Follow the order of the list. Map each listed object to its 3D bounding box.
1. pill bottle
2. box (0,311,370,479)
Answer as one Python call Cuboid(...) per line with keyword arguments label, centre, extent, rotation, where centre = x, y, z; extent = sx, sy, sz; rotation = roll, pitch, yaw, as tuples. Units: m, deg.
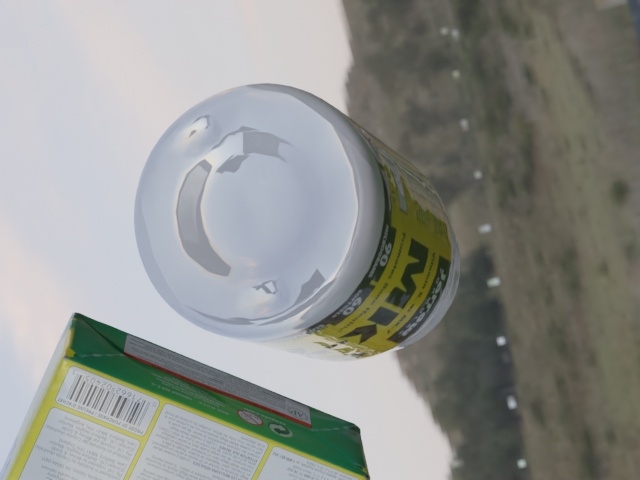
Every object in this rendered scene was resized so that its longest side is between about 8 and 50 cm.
Cuboid(label="pill bottle", centre=(0.000, 0.000, 0.805), extent=(0.208, 0.119, 0.119), rotation=(23, -128, -70))
Cuboid(label="box", centre=(-0.068, 0.123, 0.517), extent=(0.179, 0.105, 0.043), rotation=(-63, 11, 15))
